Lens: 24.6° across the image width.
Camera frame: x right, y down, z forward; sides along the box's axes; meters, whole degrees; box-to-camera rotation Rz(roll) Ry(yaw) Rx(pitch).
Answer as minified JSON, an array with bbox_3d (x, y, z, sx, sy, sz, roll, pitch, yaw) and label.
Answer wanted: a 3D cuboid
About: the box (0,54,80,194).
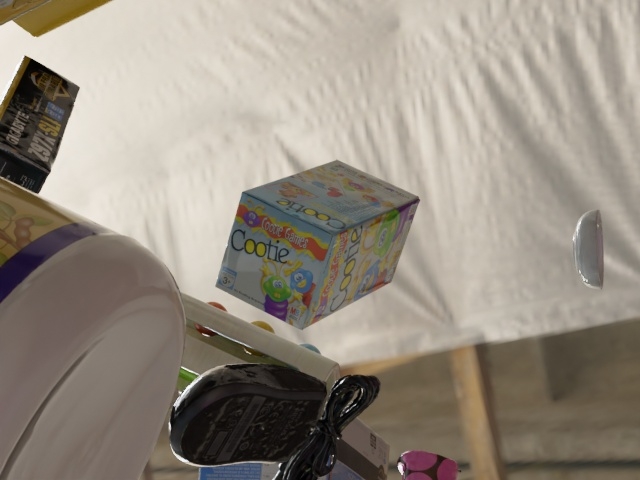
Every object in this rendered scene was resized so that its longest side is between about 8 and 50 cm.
[{"bbox_3d":[-0.368,-0.011,1.534,0.322,0.079,0.257,-56,-166,20],"label":"box"}]

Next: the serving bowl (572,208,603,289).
[{"bbox_3d":[0.275,0.010,1.509,0.083,0.027,0.083,-2,90,-76],"label":"serving bowl"}]

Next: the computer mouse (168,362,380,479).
[{"bbox_3d":[-0.074,0.199,1.659,0.188,0.272,0.072,-56,-131,18],"label":"computer mouse"}]

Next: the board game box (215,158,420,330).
[{"bbox_3d":[0.000,0.000,1.984,0.144,0.275,0.142,26,-68,21],"label":"board game box"}]

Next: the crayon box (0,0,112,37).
[{"bbox_3d":[-0.294,-0.388,1.832,0.203,0.083,0.322,-17,-131,37],"label":"crayon box"}]

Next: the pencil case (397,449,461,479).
[{"bbox_3d":[0.139,0.386,1.928,0.098,0.095,0.209,137,-36,-56],"label":"pencil case"}]

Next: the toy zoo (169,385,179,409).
[{"bbox_3d":[-0.338,0.166,1.809,0.192,0.293,0.030,-126,-144,-61],"label":"toy zoo"}]

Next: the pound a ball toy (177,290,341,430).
[{"bbox_3d":[-0.129,0.186,2.168,0.319,0.135,0.208,23,-25,17],"label":"pound a ball toy"}]

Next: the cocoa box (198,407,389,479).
[{"bbox_3d":[-0.041,0.413,2.458,0.347,0.232,0.227,51,41,-63],"label":"cocoa box"}]

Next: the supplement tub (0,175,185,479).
[{"bbox_3d":[-0.268,0.050,0.794,0.331,0.241,0.241,25,-54,15],"label":"supplement tub"}]
